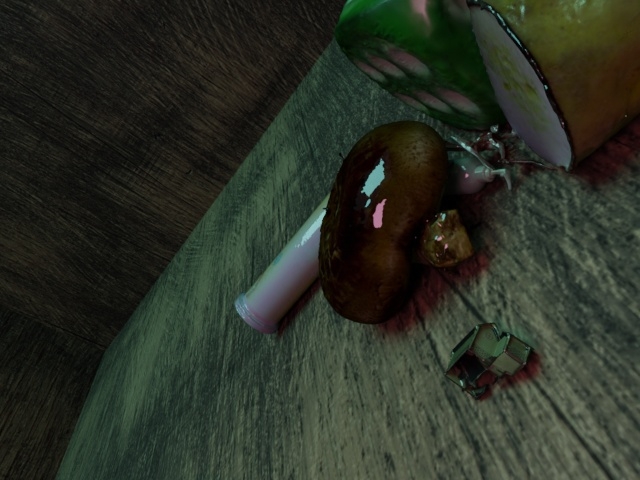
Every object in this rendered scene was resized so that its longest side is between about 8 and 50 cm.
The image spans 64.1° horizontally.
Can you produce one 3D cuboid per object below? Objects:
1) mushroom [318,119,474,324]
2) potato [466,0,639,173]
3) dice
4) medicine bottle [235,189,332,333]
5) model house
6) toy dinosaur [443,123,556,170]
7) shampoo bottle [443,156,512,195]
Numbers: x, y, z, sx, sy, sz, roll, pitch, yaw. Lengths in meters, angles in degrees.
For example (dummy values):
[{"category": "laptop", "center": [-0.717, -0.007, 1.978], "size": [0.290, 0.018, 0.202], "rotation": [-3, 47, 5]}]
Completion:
[{"category": "mushroom", "center": [0.087, -0.025, 0.730], "size": [0.278, 0.163, 0.297], "rotation": [-148, 70, -66]}, {"category": "potato", "center": [0.320, -0.244, 0.558], "size": [0.266, 0.229, 0.229], "rotation": [-34, 28, 14]}, {"category": "dice", "center": [0.216, -0.359, 0.781], "size": [0.300, 0.287, 0.297], "rotation": [-56, 22, 1]}, {"category": "medicine bottle", "center": [0.000, 0.000, 1.009], "size": [0.426, 0.108, 0.108], "rotation": [-49, 23, 15]}, {"category": "model house", "center": [0.177, 0.119, 0.539], "size": [0.058, 0.057, 0.083], "rotation": [-43, -17, -48]}, {"category": "toy dinosaur", "center": [0.233, -0.134, 0.715], "size": [0.108, 0.032, 0.220], "rotation": [-23, 32, -30]}, {"category": "shampoo bottle", "center": [0.205, -0.095, 0.756], "size": [0.056, 0.056, 0.195], "rotation": [-62, 22, -11]}]
